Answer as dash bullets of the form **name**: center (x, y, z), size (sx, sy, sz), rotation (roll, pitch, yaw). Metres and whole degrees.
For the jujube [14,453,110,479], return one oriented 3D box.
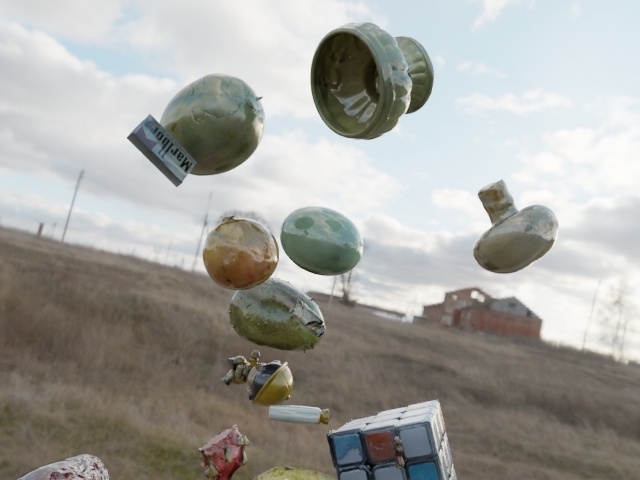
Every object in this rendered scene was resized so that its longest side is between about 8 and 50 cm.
- **jujube**: center (-0.503, 0.508, 1.215), size (0.190, 0.190, 0.255), rotation (12, 6, 12)

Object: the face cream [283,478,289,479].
- **face cream**: center (-0.113, 0.583, 1.414), size (0.034, 0.130, 0.034), rotation (43, -14, 14)

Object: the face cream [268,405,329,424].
- **face cream**: center (-0.065, 0.528, 1.925), size (0.182, 0.051, 0.072), rotation (4, 0, -1)

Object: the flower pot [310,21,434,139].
- **flower pot**: center (0.144, -0.428, 1.696), size (0.244, 0.307, 0.307), rotation (-19, 17, -39)

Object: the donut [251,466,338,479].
- **donut**: center (-0.067, 0.864, 1.912), size (0.435, 0.377, 0.163), rotation (9, 30, 15)

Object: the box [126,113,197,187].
- **box**: center (-0.406, -0.233, 1.647), size (0.036, 0.115, 0.177), rotation (-30, -66, 30)

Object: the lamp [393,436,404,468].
- **lamp**: center (0.233, 0.630, 1.904), size (0.031, 0.083, 0.063), rotation (-3, 13, -7)

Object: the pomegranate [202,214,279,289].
- **pomegranate**: center (-0.198, 0.031, 1.578), size (0.191, 0.191, 0.191), rotation (13, -6, 1)

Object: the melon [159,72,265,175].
- **melon**: center (-0.299, -0.327, 1.813), size (0.330, 0.268, 0.268), rotation (-32, -28, 24)

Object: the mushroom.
- **mushroom**: center (0.426, -0.018, 1.458), size (0.209, 0.206, 0.206), rotation (33, -4, 5)

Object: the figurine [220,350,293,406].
- **figurine**: center (-0.218, 0.503, 2.309), size (0.257, 0.192, 0.167), rotation (16, -32, 34)

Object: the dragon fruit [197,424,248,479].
- **dragon fruit**: center (-0.290, 0.645, 1.875), size (0.150, 0.208, 0.133), rotation (11, -15, -2)

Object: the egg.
- **egg**: center (0.000, 0.000, 1.905), size (0.282, 0.203, 0.203), rotation (25, 2, 33)

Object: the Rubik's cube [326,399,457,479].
- **Rubik's cube**: center (0.260, 0.762, 2.133), size (0.359, 0.363, 0.362), rotation (-16, -11, 11)

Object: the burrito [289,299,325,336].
- **burrito**: center (-0.035, 0.213, 1.751), size (0.042, 0.051, 0.171), rotation (22, 6, -28)

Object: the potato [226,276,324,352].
- **potato**: center (-0.146, 0.269, 2.317), size (0.359, 0.270, 0.219), rotation (15, -39, 18)
